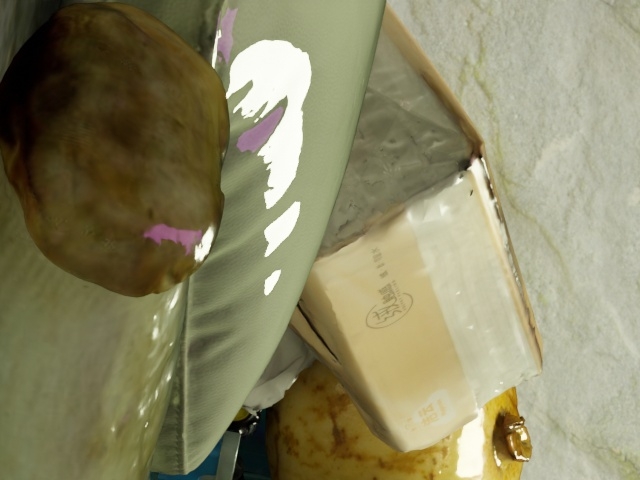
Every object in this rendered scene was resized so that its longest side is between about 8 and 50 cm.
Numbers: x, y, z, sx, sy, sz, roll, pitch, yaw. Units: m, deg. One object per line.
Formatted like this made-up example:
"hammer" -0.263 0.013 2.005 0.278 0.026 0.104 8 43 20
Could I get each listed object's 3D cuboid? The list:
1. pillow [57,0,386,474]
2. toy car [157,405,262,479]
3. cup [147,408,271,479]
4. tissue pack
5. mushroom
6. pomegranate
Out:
"pillow" -0.035 -0.096 0.734 0.255 0.119 0.322 100 4 -46
"toy car" -0.094 0.123 1.406 0.097 0.100 0.191 103 -1 -46
"cup" -0.004 0.144 1.665 0.308 0.292 0.242 123 -21 -86
"tissue pack" 0.000 0.000 1.223 0.305 0.238 0.238 64 33 -58
"mushroom" -0.092 0.067 0.569 0.100 0.081 0.312 -73 -179 -52
"pomegranate" 0.067 0.145 1.422 0.215 0.215 0.215 -168 -90 -90
